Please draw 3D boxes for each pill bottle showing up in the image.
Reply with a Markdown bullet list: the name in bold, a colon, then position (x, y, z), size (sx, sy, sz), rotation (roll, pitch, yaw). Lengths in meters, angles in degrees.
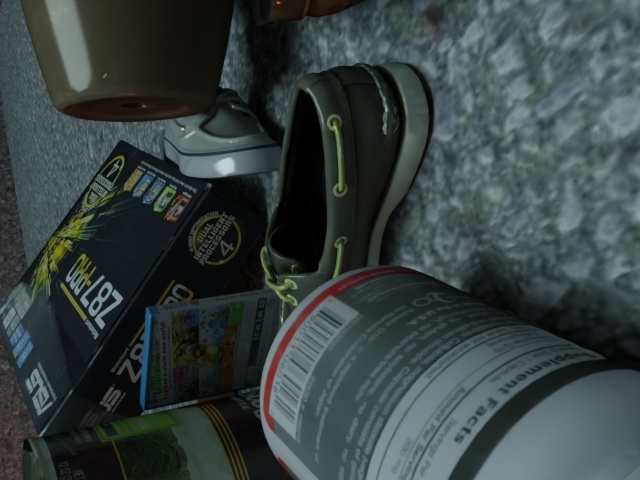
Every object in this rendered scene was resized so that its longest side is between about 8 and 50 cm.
- **pill bottle**: position (0.095, 0.122, 0.393), size (0.283, 0.161, 0.161), rotation (26, 119, 58)

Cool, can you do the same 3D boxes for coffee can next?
- **coffee can**: position (-0.114, 0.252, 0.698), size (0.201, 0.275, 0.202), rotation (22, 116, 59)

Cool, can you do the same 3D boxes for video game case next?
- **video game case**: position (-0.088, 0.101, 0.730), size (0.015, 0.166, 0.119), rotation (51, 139, 45)

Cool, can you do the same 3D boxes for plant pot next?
- **plant pot**: position (-0.178, -0.236, 0.710), size (0.263, 0.263, 0.229), rotation (-3, 91, 62)

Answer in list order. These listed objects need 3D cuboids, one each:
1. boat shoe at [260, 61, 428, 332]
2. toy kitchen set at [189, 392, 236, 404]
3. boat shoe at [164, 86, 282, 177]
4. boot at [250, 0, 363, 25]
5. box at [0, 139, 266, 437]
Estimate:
- **boat shoe**: position (-0.002, -0.003, 0.622), size (0.109, 0.091, 0.305), rotation (55, 141, 43)
- **toy kitchen set**: position (-0.202, 0.292, 0.952), size (0.122, 0.207, 0.166), rotation (60, 148, 38)
- **boat shoe**: position (-0.112, -0.124, 0.813), size (0.267, 0.096, 0.088), rotation (-145, 49, -65)
- **boot**: position (0.002, -0.220, 0.577), size (0.305, 0.115, 0.112), rotation (-112, 18, -63)
- **box**: position (-0.261, 0.045, 0.955), size (0.318, 0.097, 0.395), rotation (-57, 32, -3)
